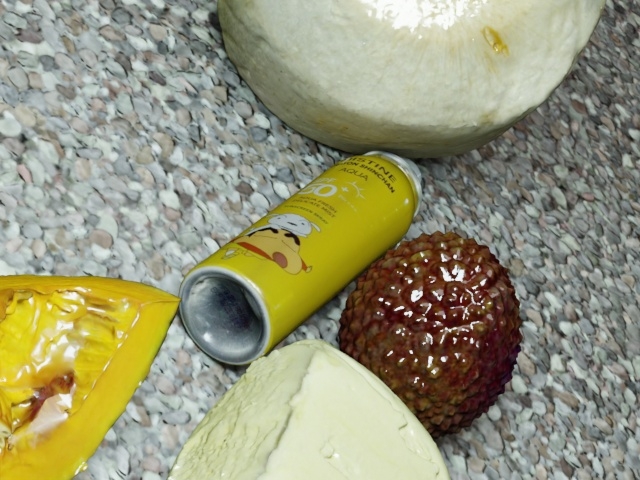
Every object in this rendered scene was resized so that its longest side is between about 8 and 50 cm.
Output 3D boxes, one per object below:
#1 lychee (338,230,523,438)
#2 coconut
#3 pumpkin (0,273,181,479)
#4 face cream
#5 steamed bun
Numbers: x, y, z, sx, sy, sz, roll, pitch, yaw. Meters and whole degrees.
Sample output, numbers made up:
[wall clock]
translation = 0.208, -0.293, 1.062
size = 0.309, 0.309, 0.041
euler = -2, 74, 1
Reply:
[lychee]
translation = 0.113, 0.084, 1.811
size = 0.188, 0.188, 0.188
euler = 24, 44, -25
[coconut]
translation = 0.089, -0.261, 1.936
size = 0.415, 0.415, 0.345
euler = 2, 88, -40
[pumpkin]
translation = -0.269, 0.119, 1.515
size = 0.312, 0.169, 0.148
euler = -5, 17, -44
[face cream]
translation = 0.000, 0.000, 1.838
size = 0.105, 0.105, 0.348
euler = 49, 39, 3
[steamed bun]
translation = -0.016, 0.237, 1.582
size = 0.232, 0.166, 0.273
euler = 45, 43, -21
